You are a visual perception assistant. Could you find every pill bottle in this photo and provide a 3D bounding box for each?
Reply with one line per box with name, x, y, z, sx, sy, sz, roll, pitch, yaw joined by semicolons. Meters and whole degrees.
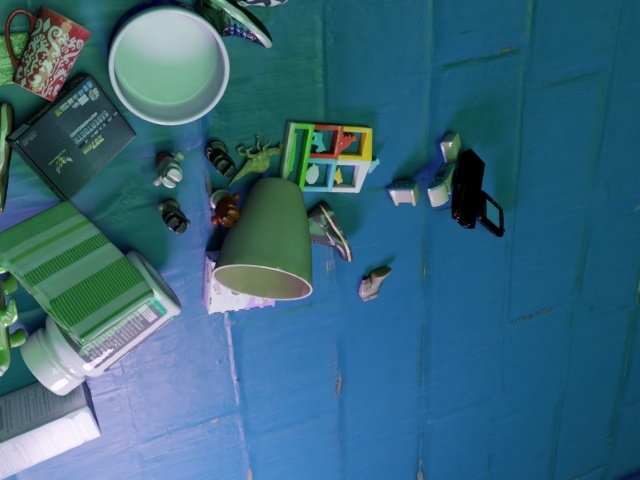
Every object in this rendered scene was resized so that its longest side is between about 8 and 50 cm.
pill bottle;-0.548;0.208;1.760;0.361;0.204;0.204;-38;125;-5

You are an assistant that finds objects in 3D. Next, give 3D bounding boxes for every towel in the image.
towel;-0.687;-0.385;1.502;0.148;0.027;0.110;-18;121;-17
towel;-0.560;0.068;1.593;0.248;0.325;0.038;-39;170;-48

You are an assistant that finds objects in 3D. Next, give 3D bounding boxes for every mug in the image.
mug;-0.590;-0.399;1.489;0.150;0.113;0.169;26;93;5

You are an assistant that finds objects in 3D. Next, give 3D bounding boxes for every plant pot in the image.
plant pot;-0.131;-0.014;1.821;0.257;0.257;0.273;24;62;-34

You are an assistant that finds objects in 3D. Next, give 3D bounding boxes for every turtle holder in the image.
turtle holder;-0.795;0.181;1.573;0.228;0.243;0.320;-9;90;-21

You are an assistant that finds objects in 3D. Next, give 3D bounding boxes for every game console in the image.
game console;0.495;-0.121;2.154;0.361;0.044;0.213;29;69;-51

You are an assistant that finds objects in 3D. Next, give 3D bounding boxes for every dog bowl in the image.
dog bowl;-0.346;-0.404;1.593;0.265;0.104;0.264;-9;124;-14

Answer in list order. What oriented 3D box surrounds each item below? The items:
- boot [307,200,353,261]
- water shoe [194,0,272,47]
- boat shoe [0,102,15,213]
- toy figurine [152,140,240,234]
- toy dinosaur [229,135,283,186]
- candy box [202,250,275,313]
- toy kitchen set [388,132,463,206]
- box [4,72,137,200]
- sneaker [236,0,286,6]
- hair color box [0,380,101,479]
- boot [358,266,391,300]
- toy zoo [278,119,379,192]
boot;0.000;0.000;2.020;0.137;0.077;0.197;-30;111;-5
water shoe;-0.205;-0.515;1.665;0.203;0.072;0.080;35;117;-30
boat shoe;-0.735;-0.181;1.542;0.095;0.095;0.257;8;109;-21
toy figurine;-0.310;-0.134;1.753;0.210;0.148;0.212;-12;121;-15
toy dinosaur;-0.175;-0.210;1.831;0.183;0.053;0.092;-36;126;-6
candy box;-0.223;0.109;1.955;0.196;0.070;0.164;-4;116;-26
toy kitchen set;0.311;-0.210;2.072;0.207;0.166;0.122;-55;136;-39
box;-0.552;-0.232;1.573;0.232;0.059;0.183;-50;134;-22
sneaker;-0.162;-0.644;1.594;0.153;0.094;0.234;-23;133;-25
hair color box;-0.774;0.484;1.795;0.375;0.185;0.113;-21;123;-16
boot;0.171;0.138;2.191;0.119;0.042;0.086;-20;128;-16
toy zoo;0.032;-0.228;1.940;0.294;0.030;0.192;-1;115;-26
